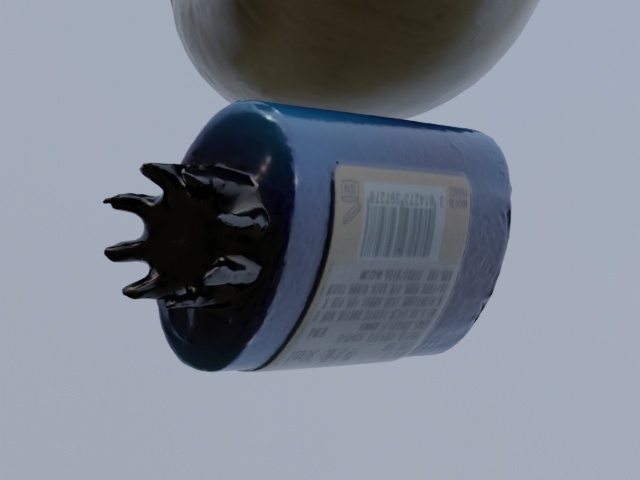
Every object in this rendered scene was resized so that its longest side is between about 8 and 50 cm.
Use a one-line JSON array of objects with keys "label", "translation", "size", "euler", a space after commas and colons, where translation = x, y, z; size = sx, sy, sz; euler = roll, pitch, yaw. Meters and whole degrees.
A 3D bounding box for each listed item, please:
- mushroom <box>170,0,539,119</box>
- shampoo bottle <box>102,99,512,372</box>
[{"label": "mushroom", "translation": [-0.001, -0.188, 0.877], "size": [0.234, 0.260, 0.254], "euler": [22, -50, -15]}, {"label": "shampoo bottle", "translation": [0.000, 0.000, 0.653], "size": [0.050, 0.183, 0.087], "euler": [20, -80, 31]}]
